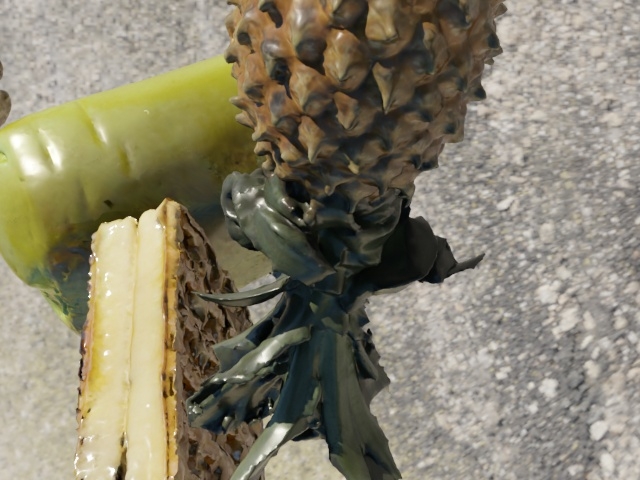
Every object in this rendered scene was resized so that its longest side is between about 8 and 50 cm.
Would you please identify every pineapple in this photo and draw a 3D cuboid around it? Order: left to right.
[{"bbox_3d":[0.000,0.000,0.428,0.119,0.130,0.277,27,127,29],"label":"pineapple"}]

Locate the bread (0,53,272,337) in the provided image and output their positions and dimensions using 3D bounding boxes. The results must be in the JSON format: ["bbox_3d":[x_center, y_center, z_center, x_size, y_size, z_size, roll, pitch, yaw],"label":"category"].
[{"bbox_3d":[-0.146,-0.047,1.004,0.251,0.376,0.208,86,159,-45],"label":"bread"}]

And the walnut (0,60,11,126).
[{"bbox_3d":[-0.405,-0.198,1.092,0.069,0.170,0.143,-22,68,2],"label":"walnut"}]

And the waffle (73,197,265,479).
[{"bbox_3d":[-0.112,0.142,0.770,0.091,0.213,0.308,-14,50,8],"label":"waffle"}]
